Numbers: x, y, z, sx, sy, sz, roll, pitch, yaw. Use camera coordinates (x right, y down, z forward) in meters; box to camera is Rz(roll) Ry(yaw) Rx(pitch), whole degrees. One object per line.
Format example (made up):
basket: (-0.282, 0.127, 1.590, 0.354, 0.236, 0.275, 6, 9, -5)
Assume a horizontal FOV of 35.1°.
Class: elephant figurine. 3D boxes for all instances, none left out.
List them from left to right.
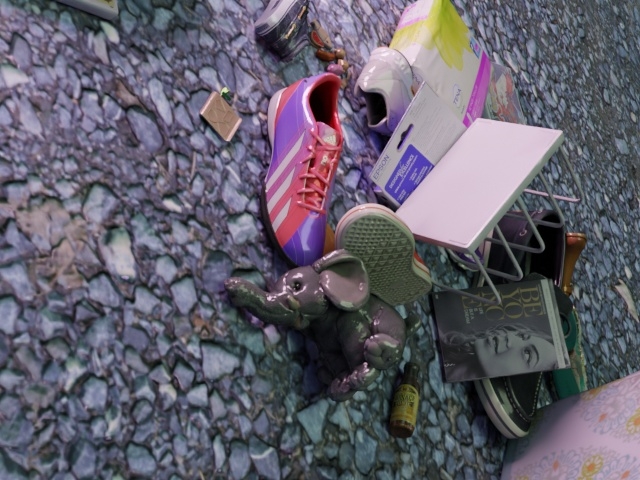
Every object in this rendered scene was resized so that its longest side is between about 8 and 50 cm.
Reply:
elephant figurine: (0.008, 0.094, 1.445, 0.239, 0.169, 0.186, 50, 7, 0)

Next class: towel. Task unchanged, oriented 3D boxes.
towel: (0.447, 0.400, 1.710, 0.090, 0.320, 0.374, 45, 41, -20)

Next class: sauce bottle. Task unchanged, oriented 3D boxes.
sauce bottle: (0.137, 0.252, 1.616, 0.042, 0.042, 0.128, 44, 40, -31)

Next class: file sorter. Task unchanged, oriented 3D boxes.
file sorter: (0.295, -0.048, 1.758, 0.278, 0.192, 0.173, -48, 126, -20)

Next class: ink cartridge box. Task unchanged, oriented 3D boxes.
ink cartridge box: (0.182, -0.143, 1.800, 0.208, 0.045, 0.206, 41, 74, -37)

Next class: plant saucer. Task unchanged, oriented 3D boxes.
plant saucer: (0.000, 0.000, 1.589, 0.083, 0.013, 0.084, 30, 49, -42)

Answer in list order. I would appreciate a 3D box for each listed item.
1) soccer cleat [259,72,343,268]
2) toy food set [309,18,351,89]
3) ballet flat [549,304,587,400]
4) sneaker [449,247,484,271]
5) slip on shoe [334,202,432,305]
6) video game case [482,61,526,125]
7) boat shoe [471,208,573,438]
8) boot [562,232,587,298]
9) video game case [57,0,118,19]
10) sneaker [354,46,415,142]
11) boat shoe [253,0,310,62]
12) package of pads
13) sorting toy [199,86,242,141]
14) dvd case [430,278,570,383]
soccer cleat: (-0.018, -0.110, 1.527, 0.108, 0.116, 0.318, 24, 54, -39)
toy food set: (0.018, -0.328, 1.779, 0.122, 0.019, 0.078, 50, 39, -24)
ballet flat: (0.491, 0.221, 2.052, 0.077, 0.091, 0.241, -50, 133, -67)
sneaker: (0.266, -0.019, 1.903, 0.170, 0.071, 0.068, 61, 36, -12)
slip on shoe: (0.092, 0.011, 1.573, 0.101, 0.123, 0.331, 67, 10, 24)
video game case: (0.404, -0.308, 2.281, 0.183, 0.023, 0.201, 2, 71, -53)
boat shoe: (0.384, 0.134, 1.910, 0.187, 0.156, 0.500, 44, 43, -33)
boot: (0.498, 0.079, 2.079, 0.072, 0.197, 0.152, 8, 65, -2)
video game case: (-0.360, -0.403, 1.313, 0.212, 0.023, 0.193, 10, 64, -52)
sneaker: (0.141, -0.215, 1.842, 0.262, 0.099, 0.121, 52, 58, -25)
boat shoe: (-0.045, -0.371, 1.687, 0.083, 0.065, 0.183, 53, 45, -24)
package of pads: (0.233, -0.336, 2.000, 0.229, 0.101, 0.297, 49, 39, -26)
sorting toy: (-0.144, -0.190, 1.497, 0.062, 0.012, 0.083, 45, 44, -22)
dvd case: (0.316, 0.158, 1.785, 0.018, 0.221, 0.165, 96, -13, -70)
